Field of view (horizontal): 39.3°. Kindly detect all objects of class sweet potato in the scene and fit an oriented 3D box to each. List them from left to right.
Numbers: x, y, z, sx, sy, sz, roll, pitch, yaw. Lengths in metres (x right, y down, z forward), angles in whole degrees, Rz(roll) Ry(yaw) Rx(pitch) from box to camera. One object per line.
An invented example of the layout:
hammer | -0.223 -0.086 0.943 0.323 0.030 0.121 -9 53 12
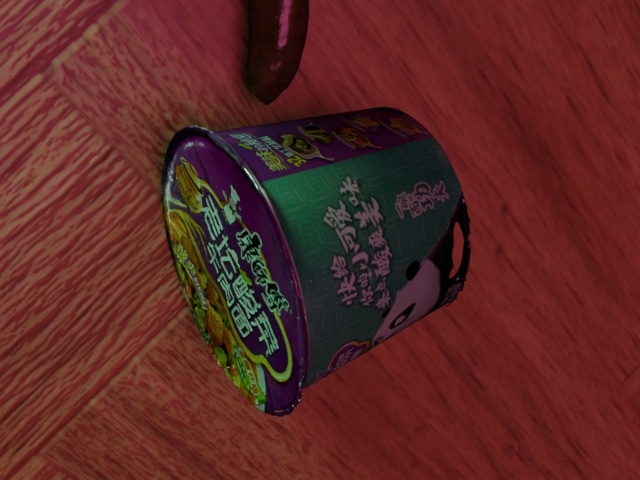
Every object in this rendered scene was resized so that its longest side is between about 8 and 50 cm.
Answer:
sweet potato | -0.044 -0.255 0.775 0.075 0.075 0.273 -13 113 -20

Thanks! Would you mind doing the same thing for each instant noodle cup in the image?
instant noodle cup | 0.000 0.000 0.782 0.190 0.251 0.251 -20 112 -28
